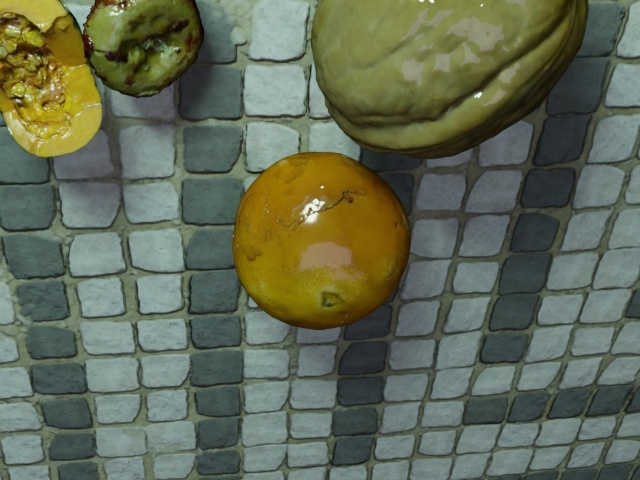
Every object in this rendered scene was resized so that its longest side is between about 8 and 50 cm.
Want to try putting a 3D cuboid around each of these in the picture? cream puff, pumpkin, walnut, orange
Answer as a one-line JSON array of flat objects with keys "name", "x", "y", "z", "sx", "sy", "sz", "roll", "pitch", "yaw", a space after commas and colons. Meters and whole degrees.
[{"name": "cream puff", "x": -0.205, "y": -0.236, "z": 0.896, "sx": 0.149, "sy": 0.084, "sz": 0.149, "roll": -30, "pitch": 143, "yaw": -26}, {"name": "pumpkin", "x": -0.320, "y": -0.192, "z": 0.907, "sx": 0.118, "sy": 0.107, "sz": 0.184, "roll": -16, "pitch": 108, "yaw": -10}, {"name": "walnut", "x": 0.133, "y": -0.225, "z": 0.874, "sx": 0.313, "sy": 0.277, "sz": 0.252, "roll": -34, "pitch": 89, "yaw": 23}, {"name": "orange", "x": 0.000, "y": 0.000, "z": 1.051, "sx": 0.239, "sy": 0.240, "sz": 0.240, "roll": -6, "pitch": 128, "yaw": -7}]
